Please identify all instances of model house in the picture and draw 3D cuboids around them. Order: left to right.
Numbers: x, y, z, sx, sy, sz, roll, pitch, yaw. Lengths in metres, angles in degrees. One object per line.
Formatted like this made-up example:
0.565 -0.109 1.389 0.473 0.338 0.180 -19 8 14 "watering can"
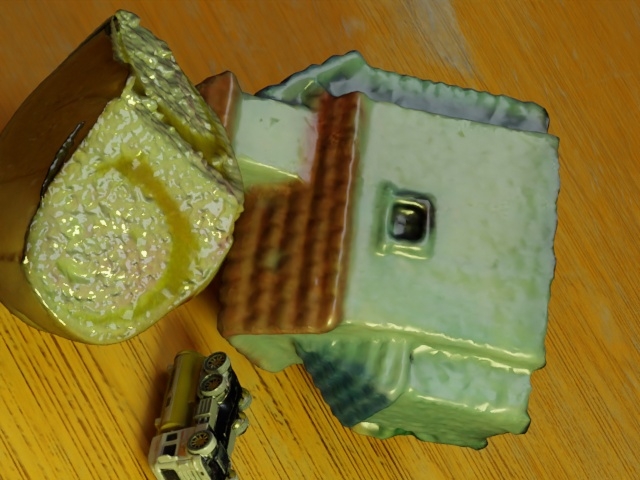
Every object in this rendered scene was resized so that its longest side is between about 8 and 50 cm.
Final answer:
0.000 0.000 1.383 0.329 0.251 0.295 13 72 -22 "model house"

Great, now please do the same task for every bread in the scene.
-0.157 -0.037 1.202 0.158 0.156 0.261 47 58 -31 "bread"

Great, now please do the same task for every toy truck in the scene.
-0.091 0.134 1.236 0.123 0.062 0.052 -81 152 -48 "toy truck"
